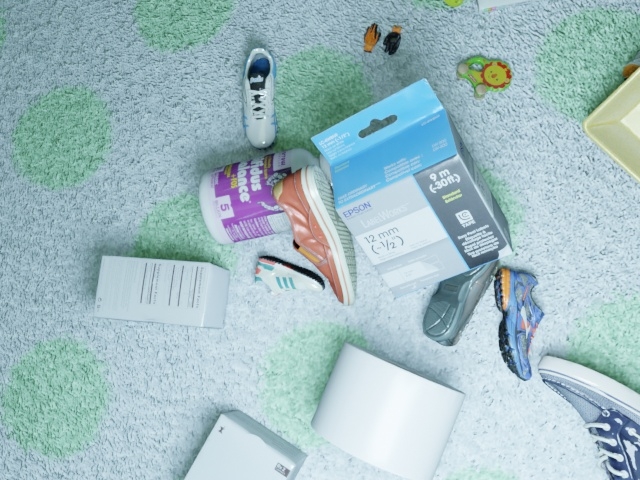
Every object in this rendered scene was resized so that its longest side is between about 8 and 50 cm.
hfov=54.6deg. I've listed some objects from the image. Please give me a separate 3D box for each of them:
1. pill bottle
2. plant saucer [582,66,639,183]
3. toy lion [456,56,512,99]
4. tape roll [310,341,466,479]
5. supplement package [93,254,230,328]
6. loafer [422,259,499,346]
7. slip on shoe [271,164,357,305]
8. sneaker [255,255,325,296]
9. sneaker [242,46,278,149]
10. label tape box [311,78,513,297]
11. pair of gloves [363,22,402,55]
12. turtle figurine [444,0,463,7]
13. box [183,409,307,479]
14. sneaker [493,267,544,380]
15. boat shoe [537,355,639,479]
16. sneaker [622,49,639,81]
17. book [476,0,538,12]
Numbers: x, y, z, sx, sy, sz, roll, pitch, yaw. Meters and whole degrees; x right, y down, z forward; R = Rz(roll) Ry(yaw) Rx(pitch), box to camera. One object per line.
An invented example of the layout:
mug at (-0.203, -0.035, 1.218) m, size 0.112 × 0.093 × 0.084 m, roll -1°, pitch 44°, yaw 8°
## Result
pill bottle at (-0.089, -0.100, 1.309) m, size 0.302 × 0.169 × 0.169 m, roll -13°, pitch 77°, yaw 9°
plant saucer at (0.728, -0.223, 1.140) m, size 0.333 × 0.081 × 0.332 m, roll 47°, pitch 130°, yaw 10°
toy lion at (0.359, -0.358, 1.343) m, size 0.096 × 0.034 × 0.100 m, roll -35°, pitch 74°, yaw -4°
tape roll at (0.124, 0.312, 1.148) m, size 0.246 × 0.246 × 0.169 m, roll 21°, pitch 83°, yaw 14°
supplement package at (-0.335, 0.113, 1.334) m, size 0.244 × 0.139 × 0.133 m, roll 4°, pitch 81°, yaw 11°
loafer at (0.294, 0.089, 1.254) m, size 0.096 × 0.084 × 0.267 m, roll 22°, pitch 79°, yaw 46°
slip on shoe at (0.000, 0.000, 1.224) m, size 0.101 × 0.331 × 0.123 m, roll -13°, pitch 37°, yaw 16°
sneaker at (-0.069, 0.091, 1.334) m, size 0.161 × 0.057 × 0.075 m, roll 21°, pitch 101°, yaw 13°
sneaker at (-0.141, -0.323, 1.407) m, size 0.085 × 0.086 × 0.237 m, roll -4°, pitch 80°, yaw 9°
label tape box at (0.167, -0.083, 1.149) m, size 0.249 × 0.115 × 0.347 m, roll -24°, pitch 119°, yaw 25°
pair of gloves at (0.141, -0.459, 1.415) m, size 0.083 × 0.010 × 0.074 m, roll 12°, pitch 81°, yaw 11°
turtle figurine at (0.262, -0.610, 1.378) m, size 0.270 × 0.087 × 0.217 m, roll -28°, pitch 58°, yaw 3°
box at (-0.153, 0.466, 1.238) m, size 0.181 × 0.119 × 0.182 m, roll 29°, pitch 86°, yaw 16°
sneaker at (0.395, 0.162, 1.209) m, size 0.087 × 0.083 × 0.221 m, roll -3°, pitch 82°, yaw 3°
boat shoe at (0.529, 0.353, 1.116) m, size 0.341 × 0.127 × 0.158 m, roll 29°, pitch 78°, yaw 14°
sneaker at (0.750, -0.326, 1.225) m, size 0.262 × 0.099 × 0.121 m, roll 32°, pitch 82°, yaw 14°
book at (0.415, -0.563, 1.372) m, size 0.144 × 0.035 × 0.096 m, roll -10°, pitch 81°, yaw 8°
